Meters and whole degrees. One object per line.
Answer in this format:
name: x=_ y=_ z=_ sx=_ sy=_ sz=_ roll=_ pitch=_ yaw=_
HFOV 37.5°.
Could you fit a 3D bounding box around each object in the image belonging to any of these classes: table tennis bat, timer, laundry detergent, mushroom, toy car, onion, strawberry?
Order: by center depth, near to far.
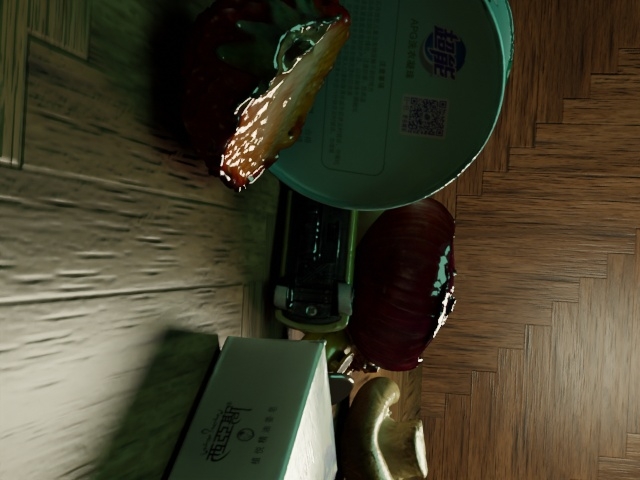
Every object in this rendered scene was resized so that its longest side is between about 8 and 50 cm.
strawberry: x=-0.074 y=-0.144 z=0.863 sx=0.190 sy=0.111 sz=0.236 roll=-47 pitch=172 yaw=-28
laundry detergent: x=0.071 y=-0.212 z=1.066 sx=0.305 sy=0.287 sz=0.287 roll=-57 pitch=147 yaw=-66
toy car: x=0.000 y=0.000 z=1.231 sx=0.124 sy=0.101 sz=0.256 roll=83 pitch=12 yaw=-73
table tennis bat: x=0.000 y=0.259 z=1.234 sx=0.170 sy=0.107 sz=0.119 roll=111 pitch=-33 yaw=-54
timer: x=-0.011 y=0.153 z=1.290 sx=0.107 sy=0.109 sz=0.107 roll=-48 pitch=160 yaw=-24
onion: x=0.110 y=0.059 z=1.291 sx=0.248 sy=0.161 sz=0.248 roll=-178 pitch=-90 yaw=-77
mushroom: x=0.100 y=0.393 z=1.714 sx=0.151 sy=0.156 sz=0.285 roll=14 pitch=67 yaw=-66

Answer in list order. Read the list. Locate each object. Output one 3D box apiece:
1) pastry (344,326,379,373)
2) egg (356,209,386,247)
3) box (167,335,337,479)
pastry: x=0.062 y=0.117 z=1.550 sx=0.115 sy=0.097 sz=0.208 roll=76 pitch=18 yaw=-65
egg: x=0.082 y=-0.048 z=1.468 sx=0.201 sy=0.164 sz=0.164 roll=-91 pitch=-177 yaw=-86
box: x=-0.066 y=0.260 z=0.942 sx=0.274 sy=0.116 sz=0.203 roll=-71 pitch=159 yaw=-53
